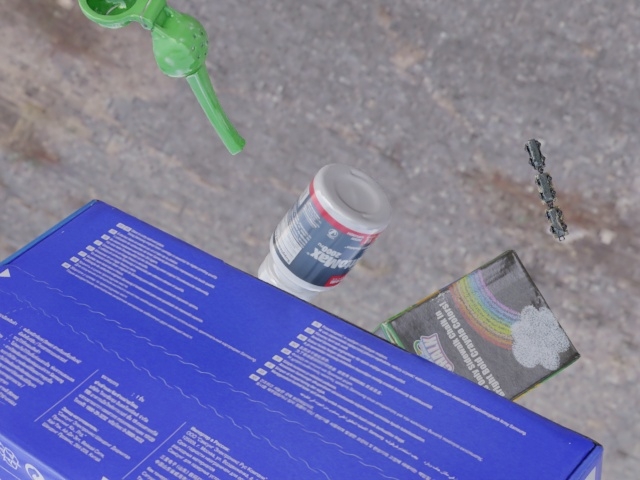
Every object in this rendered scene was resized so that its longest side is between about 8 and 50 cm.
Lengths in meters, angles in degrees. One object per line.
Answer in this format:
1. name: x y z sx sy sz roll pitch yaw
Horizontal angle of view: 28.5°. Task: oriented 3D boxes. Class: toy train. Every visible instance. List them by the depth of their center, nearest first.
1. toy train: 0.335 -0.074 1.869 0.027 0.158 0.036 -17 172 11

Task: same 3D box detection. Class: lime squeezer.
1. lime squeezer: -0.164 -0.187 1.095 0.310 0.058 0.110 35 166 -21

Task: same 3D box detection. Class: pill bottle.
1. pill bottle: 0.000 0.000 1.568 0.108 0.108 0.180 28 128 -13

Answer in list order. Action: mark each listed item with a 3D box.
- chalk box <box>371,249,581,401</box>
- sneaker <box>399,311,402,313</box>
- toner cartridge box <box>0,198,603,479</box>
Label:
1. chalk box: 0.121 0.126 1.254 0.132 0.213 0.132 59 158 9
2. sneaker: 0.080 0.189 1.682 0.127 0.208 0.319 6 173 24
3. toner cartridge box: -0.051 0.102 0.641 0.348 0.165 0.075 25 137 33
